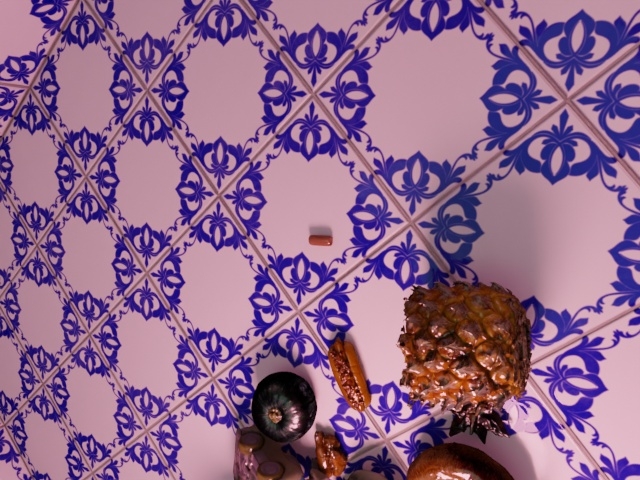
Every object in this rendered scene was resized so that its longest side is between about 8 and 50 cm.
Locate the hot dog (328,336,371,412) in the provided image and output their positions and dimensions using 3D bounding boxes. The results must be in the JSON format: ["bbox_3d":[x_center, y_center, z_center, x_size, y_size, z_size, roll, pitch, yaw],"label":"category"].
[{"bbox_3d":[0.086,0.428,1.508,0.102,0.076,0.249,-19,90,32],"label":"hot dog"}]

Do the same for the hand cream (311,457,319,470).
[{"bbox_3d":[-0.003,0.853,1.646,0.076,0.047,0.174,4,90,28],"label":"hand cream"}]

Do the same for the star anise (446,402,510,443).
[{"bbox_3d":[0.454,0.506,1.343,0.157,0.053,0.212,45,113,15],"label":"star anise"}]

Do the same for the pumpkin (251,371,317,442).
[{"bbox_3d":[-0.123,0.554,1.589,0.233,0.163,0.233,4,100,24],"label":"pumpkin"}]

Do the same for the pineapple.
[{"bbox_3d":[0.363,0.270,1.193,0.300,0.352,0.353,-1,98,31],"label":"pineapple"}]

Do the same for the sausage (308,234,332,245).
[{"bbox_3d":[0.000,0.000,1.507,0.083,0.034,0.034,4,100,28],"label":"sausage"}]

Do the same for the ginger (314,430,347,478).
[{"bbox_3d":[0.032,0.718,1.582,0.103,0.073,0.162,-15,89,22],"label":"ginger"}]

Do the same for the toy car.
[{"bbox_3d":[-0.153,0.802,1.622,0.336,0.226,0.242,26,113,57],"label":"toy car"}]

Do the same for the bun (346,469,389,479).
[{"bbox_3d":[0.183,0.850,1.462,0.283,0.179,0.284,180,90,-68],"label":"bun"}]

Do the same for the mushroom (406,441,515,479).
[{"bbox_3d":[0.407,0.729,1.328,0.344,0.239,0.346,1,104,6],"label":"mushroom"}]
